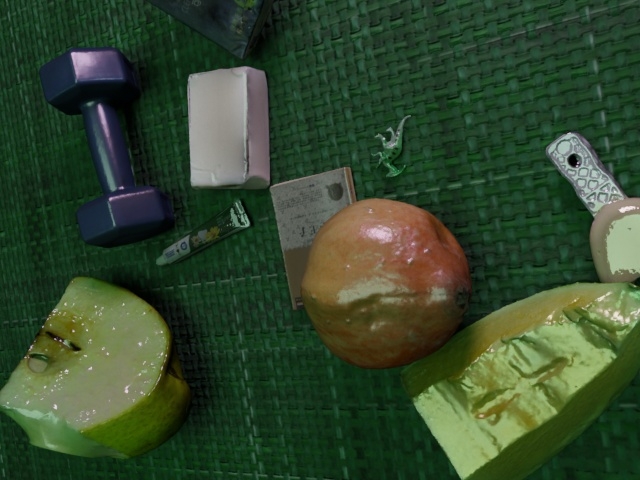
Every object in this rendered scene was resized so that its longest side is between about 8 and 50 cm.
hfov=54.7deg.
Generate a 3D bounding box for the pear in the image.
[{"bbox_3d":[-0.338,0.231,1.032,0.282,0.286,0.176,9,144,14],"label":"pear"}]

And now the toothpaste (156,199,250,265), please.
[{"bbox_3d":[-0.201,-0.003,1.029,0.204,0.031,0.049,-28,83,26],"label":"toothpaste"}]

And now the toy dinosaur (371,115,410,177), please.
[{"bbox_3d":[0.105,-0.127,0.858,0.083,0.021,0.062,-35,85,30],"label":"toy dinosaur"}]

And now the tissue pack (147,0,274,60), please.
[{"bbox_3d":[-0.173,-0.397,0.890,0.235,0.073,0.173,32,134,-2],"label":"tissue pack"}]

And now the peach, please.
[{"bbox_3d":[0.087,0.056,0.776,0.232,0.232,0.232,3,96,28],"label":"peach"}]

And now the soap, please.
[{"bbox_3d":[-0.143,-0.171,0.964,0.121,0.064,0.183,2,95,29],"label":"soap"}]

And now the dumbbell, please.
[{"bbox_3d":[-0.355,-0.153,1.036,0.160,0.144,0.325,-17,87,30],"label":"dumbbell"}]

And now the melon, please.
[{"bbox_3d":[0.262,0.162,0.743,0.323,0.124,0.196,-41,77,20],"label":"melon"}]

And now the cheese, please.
[{"bbox_3d":[0.349,-0.027,0.717,0.127,0.050,0.235,-37,78,27],"label":"cheese"}]

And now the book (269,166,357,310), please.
[{"bbox_3d":[0.000,0.000,0.928,0.138,0.016,0.198,-11,90,29],"label":"book"}]
